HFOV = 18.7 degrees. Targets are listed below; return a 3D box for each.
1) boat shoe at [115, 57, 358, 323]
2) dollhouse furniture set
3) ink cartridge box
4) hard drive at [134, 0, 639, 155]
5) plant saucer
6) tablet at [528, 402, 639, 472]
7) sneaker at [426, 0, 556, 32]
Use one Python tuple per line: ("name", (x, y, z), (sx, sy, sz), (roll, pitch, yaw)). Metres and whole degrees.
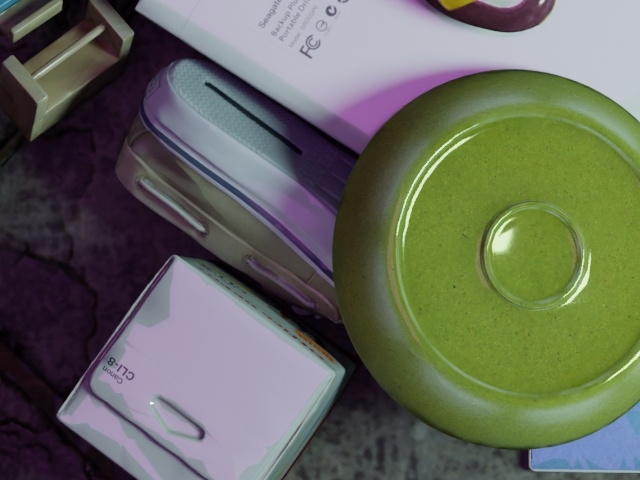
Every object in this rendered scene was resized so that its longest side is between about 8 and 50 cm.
("boat shoe", (0.000, 0.000, 1.283), (0.302, 0.109, 0.094), (39, 124, 4))
("dollhouse furniture set", (-0.243, -0.112, 1.305), (0.183, 0.129, 0.129), (-38, 84, -20))
("ink cartridge box", (-0.066, 0.095, 1.238), (0.128, 0.176, 0.127), (36, 93, 6))
("hard drive", (0.090, -0.152, 1.267), (0.353, 0.047, 0.233), (32, 92, -2))
("plant saucer", (0.128, 0.010, 1.208), (0.241, 0.037, 0.241), (1, 87, -11))
("tablet", (0.180, 0.128, 1.296), (0.083, 0.006, 0.054), (0, 88, 5))
("sneaker", (0.067, -0.191, 1.199), (0.185, 0.084, 0.070), (33, 91, -2))
